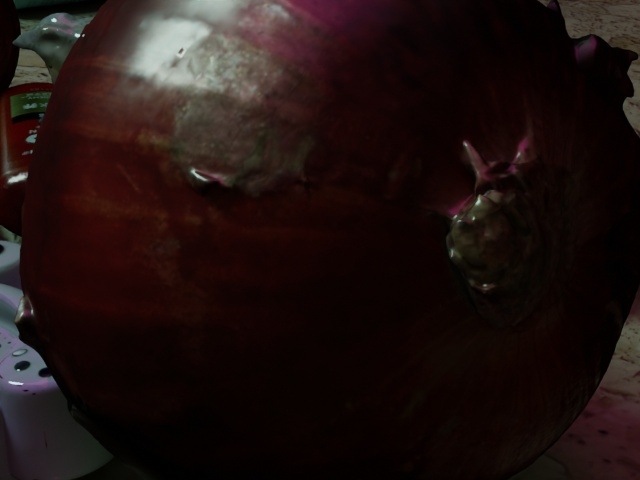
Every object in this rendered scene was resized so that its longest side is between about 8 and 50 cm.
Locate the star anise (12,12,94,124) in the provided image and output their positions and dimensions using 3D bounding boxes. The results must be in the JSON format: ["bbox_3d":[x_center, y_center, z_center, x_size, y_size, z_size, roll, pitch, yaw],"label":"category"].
[{"bbox_3d":[-0.129,-0.127,1.138,0.359,0.139,0.316,46,13,26],"label":"star anise"}]

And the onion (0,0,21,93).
[{"bbox_3d":[-0.435,-0.197,1.272,0.276,0.276,0.276,0,24,0],"label":"onion"}]

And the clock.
[{"bbox_3d":[-0.264,0.094,0.788,0.248,0.090,0.227,-15,28,-26],"label":"clock"}]

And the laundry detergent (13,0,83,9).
[{"bbox_3d":[-0.327,-0.485,1.843,0.305,0.287,0.287,-13,27,-23],"label":"laundry detergent"}]

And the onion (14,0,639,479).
[{"bbox_3d":[-0.006,-0.004,0.691,0.341,0.341,0.341,0,24,0],"label":"onion"}]

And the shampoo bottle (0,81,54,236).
[{"bbox_3d":[-0.235,-0.062,1.145,0.118,0.076,0.314,8,21,-18],"label":"shampoo bottle"}]
